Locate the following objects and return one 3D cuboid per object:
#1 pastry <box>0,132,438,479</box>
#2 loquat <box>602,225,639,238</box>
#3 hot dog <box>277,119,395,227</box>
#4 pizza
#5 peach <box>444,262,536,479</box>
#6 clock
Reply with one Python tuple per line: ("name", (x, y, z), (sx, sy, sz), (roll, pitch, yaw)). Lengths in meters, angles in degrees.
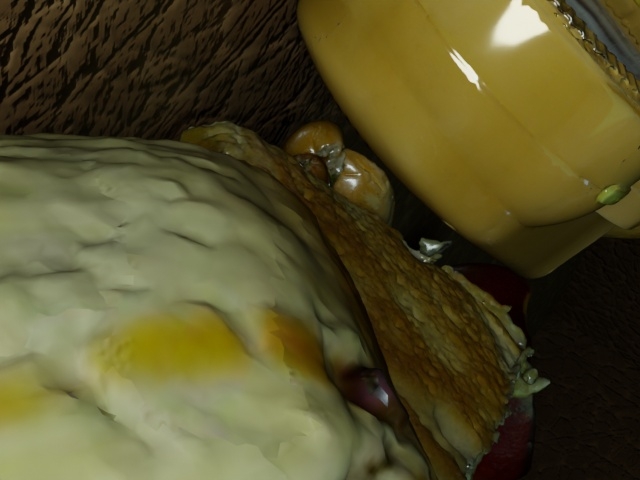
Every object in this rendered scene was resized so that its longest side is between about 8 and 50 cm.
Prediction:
("pastry", (-0.098, 0.146, 0.525), (0.312, 0.388, 0.388), (-25, 165, 2))
("loquat", (0.234, -0.132, 1.188), (0.275, 0.275, 0.275), (-50, 165, -18))
("hot dog", (0.000, 0.000, 0.992), (0.072, 0.109, 0.269), (-41, 159, -17))
("pizza", (0.052, 0.072, 0.830), (0.075, 0.280, 0.288), (-42, 145, 22))
("peach", (0.147, 0.154, 1.568), (0.245, 0.248, 0.275), (-19, 148, -23))
("clock", (0.111, -0.105, 0.862), (0.200, 0.244, 0.317), (-42, 166, 16))
